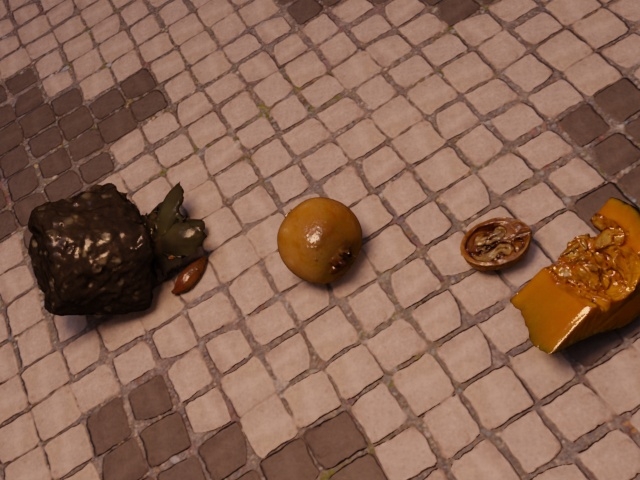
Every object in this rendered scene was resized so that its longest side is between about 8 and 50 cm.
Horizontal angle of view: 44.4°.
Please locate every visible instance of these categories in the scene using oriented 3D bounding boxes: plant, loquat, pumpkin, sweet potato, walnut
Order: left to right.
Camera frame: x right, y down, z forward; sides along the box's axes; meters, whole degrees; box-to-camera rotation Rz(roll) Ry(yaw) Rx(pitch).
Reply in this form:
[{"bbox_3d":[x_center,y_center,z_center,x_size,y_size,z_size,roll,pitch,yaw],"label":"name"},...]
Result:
[{"bbox_3d":[-0.366,0.012,1.452,0.312,0.213,0.215,-13,47,-34],"label":"plant"},{"bbox_3d":[-0.244,0.065,1.470,0.034,0.034,0.095,31,76,32],"label":"sweet potato"},{"bbox_3d":[0.000,0.000,1.361,0.163,0.137,0.163,-2,49,3],"label":"loquat"},{"bbox_3d":[0.292,0.013,1.301,0.121,0.052,0.091,-17,54,6],"label":"walnut"},{"bbox_3d":[0.416,0.070,1.188,0.248,0.126,0.131,-44,48,10],"label":"pumpkin"}]
